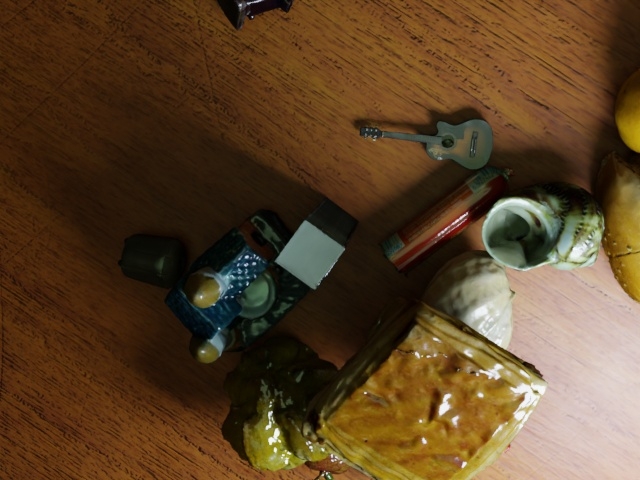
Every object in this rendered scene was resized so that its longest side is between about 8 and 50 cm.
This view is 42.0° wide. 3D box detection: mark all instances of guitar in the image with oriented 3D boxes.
[{"bbox_3d":[0.185,-0.177,1.457,0.233,0.025,0.088,7,101,7],"label":"guitar"}]

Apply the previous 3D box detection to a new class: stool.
[{"bbox_3d":[-0.307,0.035,1.529,0.110,0.096,0.096,12,102,9],"label":"stool"}]

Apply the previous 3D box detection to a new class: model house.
[{"bbox_3d":[-0.112,-0.477,1.410,0.164,0.141,0.203,-29,117,-10],"label":"model house"},{"bbox_3d":[-0.158,0.093,1.423,0.253,0.291,0.184,-40,88,13],"label":"model house"}]

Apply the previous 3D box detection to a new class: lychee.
[{"bbox_3d":[0.007,0.395,1.538,0.101,0.114,0.140,31,77,28],"label":"lychee"}]

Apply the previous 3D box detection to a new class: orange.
[{"bbox_3d":[0.550,-0.214,1.344,0.159,0.136,0.158,-2,112,-5],"label":"orange"}]

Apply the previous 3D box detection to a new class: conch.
[{"bbox_3d":[0.379,-0.014,1.398,0.181,0.124,0.187,44,94,16],"label":"conch"}]

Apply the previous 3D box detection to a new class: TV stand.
[{"bbox_3d":[0.000,0.000,1.388,0.083,0.269,0.088,37,103,0],"label":"TV stand"}]

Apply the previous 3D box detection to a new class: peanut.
[{"bbox_3d":[0.223,0.172,1.453,0.174,0.158,0.340,24,109,-27],"label":"peanut"}]

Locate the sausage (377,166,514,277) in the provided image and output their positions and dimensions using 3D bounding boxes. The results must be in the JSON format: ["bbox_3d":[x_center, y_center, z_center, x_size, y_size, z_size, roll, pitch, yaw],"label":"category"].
[{"bbox_3d":[0.227,-0.042,1.448,0.264,0.083,0.083,-38,93,11],"label":"sausage"}]

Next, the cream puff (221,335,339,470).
[{"bbox_3d":[-0.066,0.289,1.479,0.244,0.196,0.244,0,89,16],"label":"cream puff"}]

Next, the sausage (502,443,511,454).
[{"bbox_3d":[0.231,0.387,1.529,0.274,0.074,0.074,-19,97,11],"label":"sausage"}]

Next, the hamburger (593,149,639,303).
[{"bbox_3d":[0.540,-0.015,1.371,0.144,0.156,0.282,-21,99,11],"label":"hamburger"}]

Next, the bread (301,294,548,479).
[{"bbox_3d":[0.161,0.240,1.317,0.277,0.167,0.324,32,117,-7],"label":"bread"}]
